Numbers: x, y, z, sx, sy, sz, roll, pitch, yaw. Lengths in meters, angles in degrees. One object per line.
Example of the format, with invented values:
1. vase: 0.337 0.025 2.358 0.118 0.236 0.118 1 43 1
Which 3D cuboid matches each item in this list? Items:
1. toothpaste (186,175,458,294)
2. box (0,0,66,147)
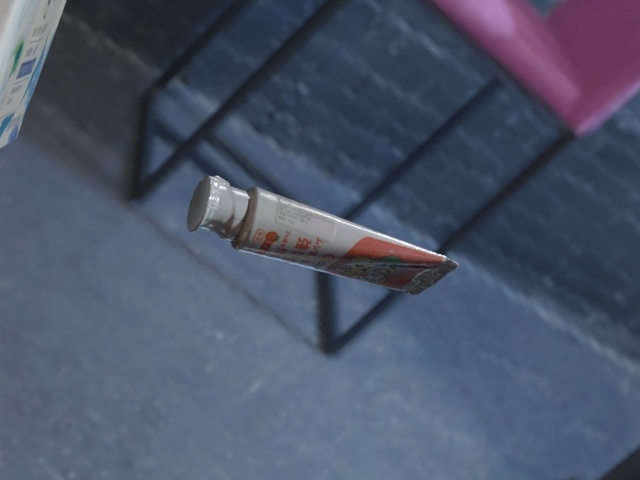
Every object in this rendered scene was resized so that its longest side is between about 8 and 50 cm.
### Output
1. toothpaste: 0.000 0.000 1.733 0.234 0.089 0.057 17 64 -20
2. box: -0.273 -0.174 1.525 0.116 0.203 0.274 19 8 -3
